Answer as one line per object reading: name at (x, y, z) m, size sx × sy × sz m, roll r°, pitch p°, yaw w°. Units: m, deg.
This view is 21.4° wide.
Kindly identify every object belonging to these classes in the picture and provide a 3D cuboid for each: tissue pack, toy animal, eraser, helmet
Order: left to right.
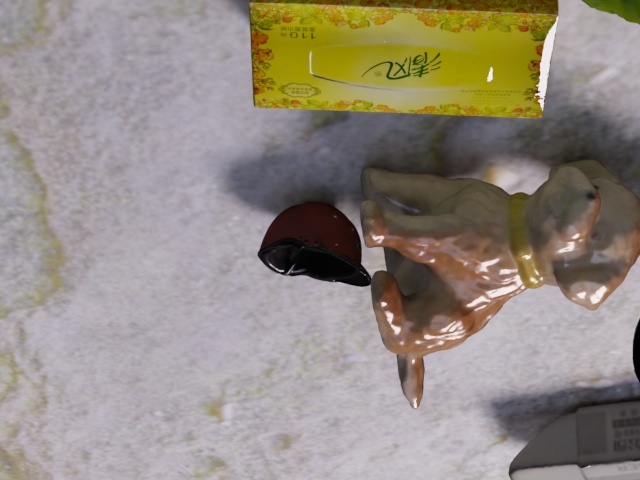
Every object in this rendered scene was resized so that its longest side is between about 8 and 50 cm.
helmet at (0.002, -0.001, 1.175) m, size 0.084 × 0.049 × 0.065 m, roll 11°, pitch 159°, yaw 13°
tissue pack at (0.048, -0.124, 0.989) m, size 0.176 × 0.062 × 0.095 m, roll 4°, pitch 145°, yaw 2°
toy animal at (0.129, 0.029, 1.141) m, size 0.185 × 0.104 × 0.184 m, roll -9°, pitch 122°, yaw 5°
eraser at (0.331, 0.164, 1.371) m, size 0.352 × 0.061 × 0.089 m, roll -9°, pitch 143°, yaw 19°

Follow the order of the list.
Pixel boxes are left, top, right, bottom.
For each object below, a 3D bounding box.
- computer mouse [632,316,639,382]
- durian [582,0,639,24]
computer mouse at (0.315, 0.034, 1.142) m, size 0.233 × 0.096 × 0.137 m, roll -37°, pitch 117°, yaw 15°
durian at (0.231, -0.239, 0.677) m, size 0.255 × 0.204 × 0.340 m, roll 19°, pitch 109°, yaw 24°
